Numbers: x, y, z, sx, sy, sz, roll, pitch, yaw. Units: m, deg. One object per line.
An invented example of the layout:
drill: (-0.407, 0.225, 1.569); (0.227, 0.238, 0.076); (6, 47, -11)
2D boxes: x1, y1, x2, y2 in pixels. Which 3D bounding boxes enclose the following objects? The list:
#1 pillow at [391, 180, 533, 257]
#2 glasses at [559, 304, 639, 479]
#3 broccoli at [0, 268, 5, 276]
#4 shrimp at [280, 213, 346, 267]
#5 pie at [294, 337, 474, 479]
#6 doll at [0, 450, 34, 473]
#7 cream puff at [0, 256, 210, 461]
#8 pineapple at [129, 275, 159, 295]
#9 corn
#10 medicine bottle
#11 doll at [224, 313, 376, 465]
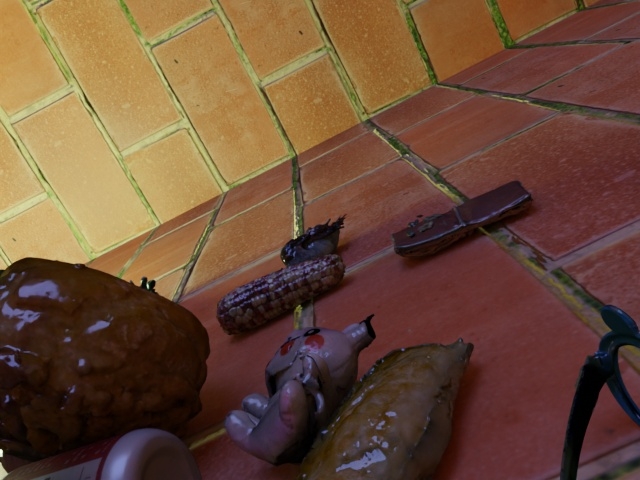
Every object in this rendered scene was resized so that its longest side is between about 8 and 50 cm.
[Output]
pillow: (0.225, -0.034, 1.033); (0.232, 0.043, 0.126); (-25, 15, 8)
glasses: (0.196, 0.169, 0.406); (0.207, 0.102, 0.239); (-54, 13, 11)
broccoli: (-0.627, 0.207, 1.231); (0.321, 0.310, 0.413); (-37, -18, 20)
shrimp: (0.000, 0.000, 1.252); (0.233, 0.079, 0.090); (-43, -17, -50)
pie: (0.060, 0.176, 0.595); (0.128, 0.068, 0.282); (-19, 14, 35)
doll: (-0.385, 0.292, 0.950); (0.188, 0.096, 0.145); (-2, 33, -1)
cream puff: (-0.312, 0.170, 0.821); (0.343, 0.327, 0.231); (5, 69, 24)
pineapple: (-0.438, 0.162, 1.428); (0.083, 0.103, 0.221); (12, 26, 11)
corn: (-0.066, 0.089, 1.083); (0.237, 0.079, 0.079); (-23, 16, 5)
medicine bottle: (-0.251, 0.282, 0.652); (0.250, 0.131, 0.131); (-22, 16, 20)
doll: (-0.016, 0.162, 0.701); (0.149, 0.095, 0.192); (-40, 8, 31)
